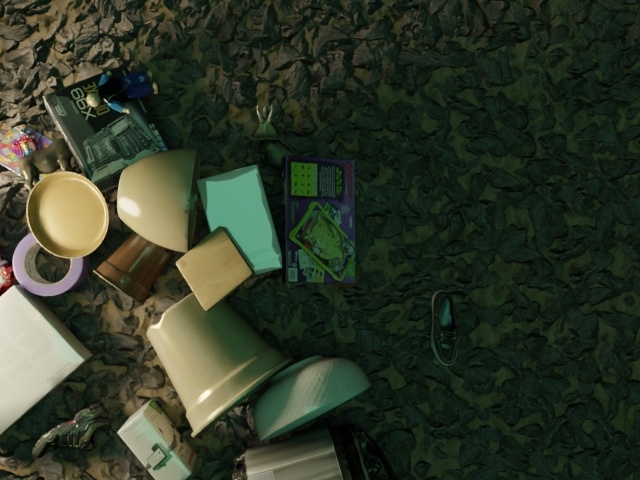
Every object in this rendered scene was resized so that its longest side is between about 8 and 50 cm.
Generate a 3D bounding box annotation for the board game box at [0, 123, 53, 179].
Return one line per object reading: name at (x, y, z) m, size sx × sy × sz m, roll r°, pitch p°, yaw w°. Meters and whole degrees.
board game box at (-0.841, -0.250, 1.766) m, size 0.169 × 0.033 × 0.133 m, roll 32°, pitch 86°, yaw -4°

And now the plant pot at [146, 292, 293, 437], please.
plant pot at (-0.297, 0.308, 1.689) m, size 0.334 × 0.334 × 0.305 m, roll -38°, pitch 81°, yaw -5°

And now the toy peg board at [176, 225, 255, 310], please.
toy peg board at (-0.265, 0.076, 1.627) m, size 0.161 × 0.079 × 0.160 m, roll -39°, pitch 72°, yaw 8°

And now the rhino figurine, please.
rhino figurine at (-0.735, -0.231, 1.749) m, size 0.243 × 0.073 × 0.106 m, roll -33°, pitch 98°, yaw -20°

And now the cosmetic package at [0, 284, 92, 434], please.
cosmetic package at (-0.884, 0.350, 1.723) m, size 0.377 × 0.097 × 0.284 m, roll -41°, pitch 91°, yaw -4°

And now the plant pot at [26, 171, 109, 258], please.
plant pot at (-0.678, -0.070, 1.673) m, size 0.236 × 0.032 × 0.236 m, roll 1°, pitch 99°, yaw 8°

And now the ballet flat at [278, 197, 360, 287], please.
ballet flat at (0.000, 0.000, 1.792) m, size 0.116 × 0.124 × 0.342 m, roll -35°, pitch 93°, yaw -6°

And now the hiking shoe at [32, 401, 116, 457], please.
hiking shoe at (-0.697, 0.560, 1.741) m, size 0.227 × 0.086 × 0.114 m, roll -33°, pitch 89°, yaw -6°

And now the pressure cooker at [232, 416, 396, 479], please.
pressure cooker at (0.003, 0.703, 1.659) m, size 0.421 × 0.375 × 0.369 m, roll -15°, pitch 88°, yaw -4°

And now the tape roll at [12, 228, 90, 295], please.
tape roll at (-0.757, 0.061, 1.747) m, size 0.189 × 0.080 × 0.188 m, roll 0°, pitch 90°, yaw -4°

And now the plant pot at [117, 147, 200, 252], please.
plant pot at (-0.433, -0.116, 1.653) m, size 0.191 × 0.284 × 0.284 m, roll 6°, pitch 89°, yaw -7°

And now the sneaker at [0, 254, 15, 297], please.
sneaker at (-0.920, 0.039, 1.729) m, size 0.145 × 0.090 × 0.270 m, roll 14°, pitch 91°, yaw -6°

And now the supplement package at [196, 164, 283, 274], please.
supplement package at (-0.221, -0.045, 1.746) m, size 0.175 × 0.177 × 0.292 m, roll -16°, pitch 91°, yaw -4°

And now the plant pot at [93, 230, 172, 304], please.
plant pot at (-0.516, 0.067, 1.736) m, size 0.167 × 0.167 × 0.165 m, roll 36°, pitch 78°, yaw -4°

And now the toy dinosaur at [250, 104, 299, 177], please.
toy dinosaur at (-0.105, -0.227, 1.768) m, size 0.121 × 0.160 × 0.313 m, roll -38°, pitch 92°, yaw -4°

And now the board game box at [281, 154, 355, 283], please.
board game box at (-0.005, -0.054, 1.698) m, size 0.208 × 0.056 × 0.346 m, roll 2°, pitch 84°, yaw -19°

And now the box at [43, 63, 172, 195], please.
box at (-0.588, -0.307, 1.738) m, size 0.242 × 0.076 × 0.307 m, roll -29°, pitch 92°, yaw -22°

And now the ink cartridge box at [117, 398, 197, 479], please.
ink cartridge box at (-0.449, 0.571, 1.727) m, size 0.093 × 0.160 × 0.219 m, roll -38°, pitch 93°, yaw -4°

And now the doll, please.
doll at (-0.548, -0.408, 1.702) m, size 0.189 × 0.046 × 0.129 m, roll -23°, pitch 89°, yaw -22°

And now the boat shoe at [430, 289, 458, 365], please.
boat shoe at (0.377, 0.263, 1.846) m, size 0.080 × 0.076 × 0.228 m, roll -1°, pitch 89°, yaw -5°

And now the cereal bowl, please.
cereal bowl at (-0.038, 0.412, 1.693) m, size 0.339 × 0.339 × 0.141 m, roll -26°, pitch 72°, yaw -5°
